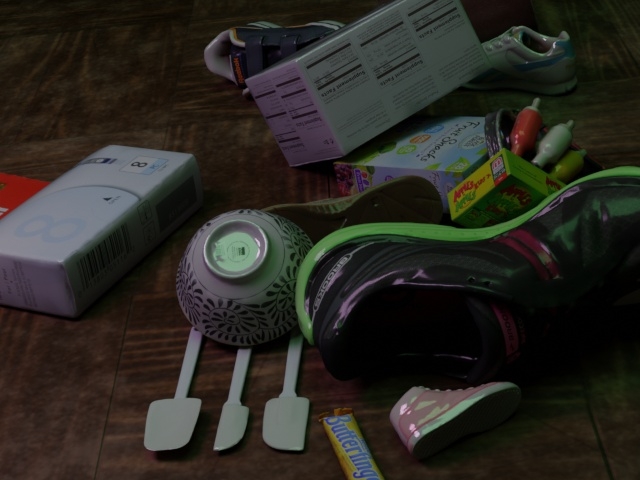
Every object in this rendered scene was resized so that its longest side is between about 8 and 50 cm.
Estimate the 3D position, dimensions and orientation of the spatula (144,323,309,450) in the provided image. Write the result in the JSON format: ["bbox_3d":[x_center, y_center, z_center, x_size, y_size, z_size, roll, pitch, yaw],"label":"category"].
[{"bbox_3d":[-0.093,0.151,1.384,0.168,0.019,0.242,-5,30,6],"label":"spatula"}]

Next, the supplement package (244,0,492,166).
[{"bbox_3d":[0.064,-0.231,1.784,0.262,0.145,0.204,-31,10,-20],"label":"supplement package"}]

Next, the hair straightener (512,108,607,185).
[{"bbox_3d":[0.301,-0.122,1.741,0.089,0.047,0.230,-16,36,-11],"label":"hair straightener"}]

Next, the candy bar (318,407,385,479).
[{"bbox_3d":[0.035,0.214,1.246,0.040,0.018,0.161,-13,31,-10],"label":"candy bar"}]

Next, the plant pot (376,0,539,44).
[{"bbox_3d":[0.216,-0.391,2.108,0.230,0.215,0.215,-19,29,6],"label":"plant pot"}]

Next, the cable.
[{"bbox_3d":[0.244,-0.073,1.559,0.072,0.139,0.287,-36,16,41],"label":"cable"}]

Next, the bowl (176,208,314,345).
[{"bbox_3d":[-0.088,0.025,1.436,0.170,0.080,0.170,-3,63,6],"label":"bowl"}]

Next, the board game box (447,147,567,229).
[{"bbox_3d":[0.242,-0.028,1.446,0.181,0.092,0.043,26,39,-31],"label":"board game box"}]

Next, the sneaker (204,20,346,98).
[{"bbox_3d":[-0.060,-0.281,2.031,0.127,0.126,0.321,-23,22,-34],"label":"sneaker"}]

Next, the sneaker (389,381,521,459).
[{"bbox_3d":[0.131,0.164,1.278,0.134,0.051,0.070,-23,38,-19],"label":"sneaker"}]

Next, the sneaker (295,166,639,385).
[{"bbox_3d":[0.214,0.062,1.345,0.483,0.185,0.202,-14,36,9],"label":"sneaker"}]

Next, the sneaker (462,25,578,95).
[{"bbox_3d":[0.289,-0.288,1.996,0.229,0.092,0.087,6,34,24],"label":"sneaker"}]

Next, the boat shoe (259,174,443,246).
[{"bbox_3d":[0.000,0.000,1.563,0.302,0.109,0.098,-19,-5,-13],"label":"boat shoe"}]

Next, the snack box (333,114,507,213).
[{"bbox_3d":[0.152,-0.106,1.705,0.207,0.070,0.174,7,32,37],"label":"snack box"}]

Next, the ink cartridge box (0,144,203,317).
[{"bbox_3d":[-0.398,-0.037,1.709,0.385,0.091,0.308,10,33,25],"label":"ink cartridge box"}]
